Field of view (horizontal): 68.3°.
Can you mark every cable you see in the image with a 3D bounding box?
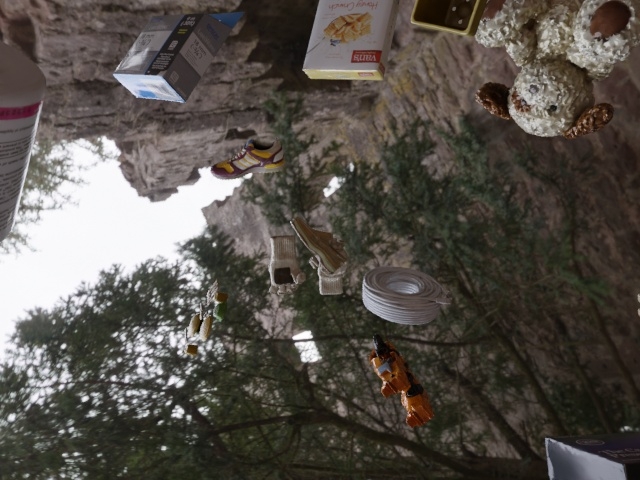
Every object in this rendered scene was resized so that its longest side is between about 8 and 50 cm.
[{"bbox_3d":[0.260,0.168,1.503,0.257,0.089,0.257,-1,-156,-11],"label":"cable"}]

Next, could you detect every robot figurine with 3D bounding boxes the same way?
[{"bbox_3d":[0.203,0.364,1.264,0.085,0.291,0.211,-38,-84,2],"label":"robot figurine"}]

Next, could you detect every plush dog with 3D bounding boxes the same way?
[{"bbox_3d":[0.398,-0.291,0.802,0.211,0.225,0.262,-15,-145,-41],"label":"plush dog"}]

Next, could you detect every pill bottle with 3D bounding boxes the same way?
[{"bbox_3d":[-0.423,-0.080,0.527,0.161,0.283,0.160,24,-153,-13],"label":"pill bottle"}]

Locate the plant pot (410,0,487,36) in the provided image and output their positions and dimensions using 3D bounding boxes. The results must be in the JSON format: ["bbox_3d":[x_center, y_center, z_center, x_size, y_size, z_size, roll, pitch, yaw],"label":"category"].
[{"bbox_3d":[0.182,-0.315,0.627,0.082,0.081,0.083,25,-159,25],"label":"plant pot"}]

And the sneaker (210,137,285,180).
[{"bbox_3d":[-0.181,-0.202,1.137,0.186,0.083,0.069,-11,-140,0],"label":"sneaker"}]

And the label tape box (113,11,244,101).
[{"bbox_3d":[-0.403,-0.561,1.340,0.106,0.241,0.333,46,-114,-52],"label":"label tape box"}]

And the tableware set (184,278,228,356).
[{"bbox_3d":[-0.215,0.156,0.893,0.024,0.154,0.104,23,-155,-28],"label":"tableware set"}]

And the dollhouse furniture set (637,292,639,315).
[{"bbox_3d":[0.796,0.271,0.910,0.374,0.152,0.201,-97,-19,-49],"label":"dollhouse furniture set"}]

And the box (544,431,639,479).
[{"bbox_3d":[0.511,0.353,0.703,0.262,0.184,0.103,0,-104,-7],"label":"box"}]

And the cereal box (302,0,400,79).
[{"bbox_3d":[0.071,-0.457,0.990,0.047,0.173,0.240,26,-105,-64],"label":"cereal box"}]

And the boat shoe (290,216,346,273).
[{"bbox_3d":[0.000,0.000,1.214,0.190,0.072,0.068,50,-174,-30],"label":"boat shoe"}]

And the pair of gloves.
[{"bbox_3d":[-0.036,0.082,1.425,0.240,0.204,0.042,4,-151,-6],"label":"pair of gloves"}]
